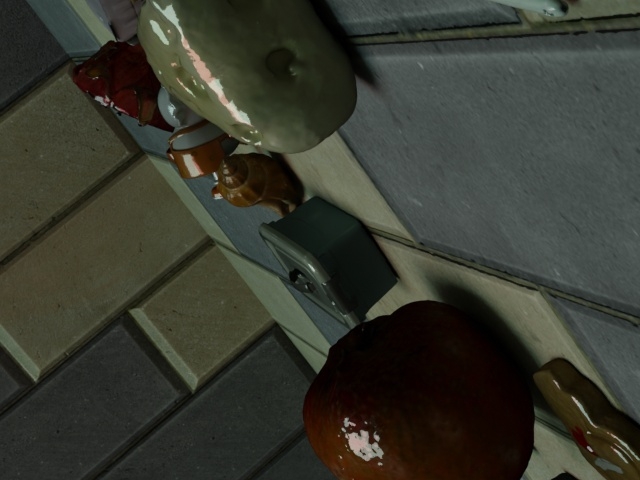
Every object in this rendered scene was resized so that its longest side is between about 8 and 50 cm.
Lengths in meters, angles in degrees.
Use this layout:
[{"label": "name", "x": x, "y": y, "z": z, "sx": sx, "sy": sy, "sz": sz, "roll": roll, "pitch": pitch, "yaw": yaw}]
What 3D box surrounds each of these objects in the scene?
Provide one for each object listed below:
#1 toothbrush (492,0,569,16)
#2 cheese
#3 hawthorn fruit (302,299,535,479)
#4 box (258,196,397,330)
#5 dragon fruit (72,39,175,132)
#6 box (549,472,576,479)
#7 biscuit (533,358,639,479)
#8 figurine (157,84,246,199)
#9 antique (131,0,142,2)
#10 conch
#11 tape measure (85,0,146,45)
[{"label": "toothbrush", "x": 0.105, "y": -0.203, "z": 0.922, "sx": 0.022, "sy": 0.026, "sz": 0.263, "roll": 19, "pitch": -172, "yaw": -33}, {"label": "cheese", "x": -0.088, "y": -0.212, "z": 1.331, "sx": 0.251, "sy": 0.173, "sz": 0.248, "roll": 48, "pitch": 170, "yaw": -19}, {"label": "hawthorn fruit", "x": 0.160, "y": 0.252, "z": 1.643, "sx": 0.369, "sy": 0.284, "sz": 0.285, "roll": 39, "pitch": 175, "yaw": -22}, {"label": "box", "x": 0.009, "y": 0.034, "z": 1.905, "sx": 0.162, "sy": 0.130, "sz": 0.227, "roll": 56, "pitch": 168, "yaw": -27}, {"label": "dragon fruit", "x": -0.311, "y": -0.297, "z": 2.131, "sx": 0.218, "sy": 0.148, "sz": 0.224, "roll": 18, "pitch": -165, "yaw": -44}, {"label": "box", "x": 0.437, "y": 0.463, "z": 1.818, "sx": 0.230, "sy": 0.050, "sz": 0.160, "roll": 55, "pitch": 170, "yaw": -25}, {"label": "biscuit", "x": 0.370, "y": 0.276, "z": 1.458, "sx": 0.319, "sy": 0.047, "sz": 0.183, "roll": 53, "pitch": 173, "yaw": -21}, {"label": "figurine", "x": -0.200, "y": -0.200, "z": 2.028, "sx": 0.143, "sy": 0.143, "sz": 0.271, "roll": 37, "pitch": 139, "yaw": 53}, {"label": "antique", "x": -0.197, "y": -0.365, "z": 1.306, "sx": 0.148, "sy": 0.147, "sz": 0.152, "roll": 44, "pitch": 168, "yaw": 22}, {"label": "conch", "x": -0.093, "y": -0.093, "z": 2.025, "sx": 0.330, "sy": 0.109, "sz": 0.093, "roll": 22, "pitch": -123, "yaw": -68}, {"label": "tape measure", "x": -0.337, "y": -0.428, "z": 1.778, "sx": 0.197, "sy": 0.120, "sz": 0.236, "roll": 46, "pitch": 165, "yaw": 32}]
